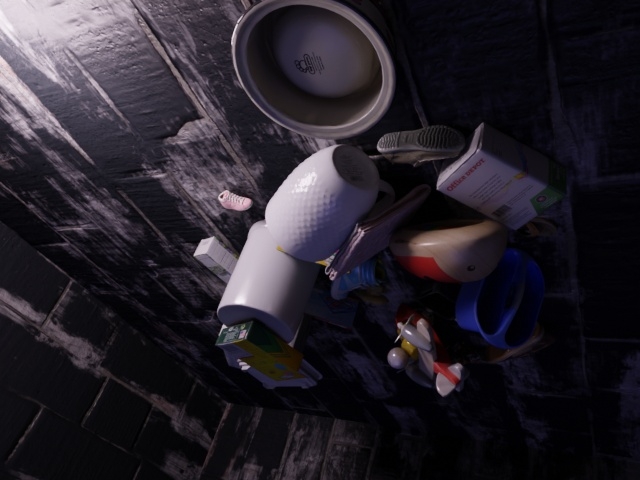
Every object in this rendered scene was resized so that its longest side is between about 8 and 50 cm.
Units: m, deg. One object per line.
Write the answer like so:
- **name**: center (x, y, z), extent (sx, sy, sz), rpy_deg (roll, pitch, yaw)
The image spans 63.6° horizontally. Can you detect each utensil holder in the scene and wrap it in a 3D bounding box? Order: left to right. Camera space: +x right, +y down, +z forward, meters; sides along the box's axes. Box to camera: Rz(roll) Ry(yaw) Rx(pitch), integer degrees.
- **utensil holder**: center (-0.185, 0.165, 1.999), extent (0.328, 0.385, 0.327), rpy_deg (13, 145, 9)

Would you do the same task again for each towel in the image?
- **towel**: center (0.181, -0.023, 1.661), extent (0.053, 0.317, 0.331), rpy_deg (52, 149, 14)

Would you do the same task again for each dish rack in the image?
- **dish rack**: center (-0.189, 0.571, 2.250), extent (0.333, 0.072, 0.285), rpy_deg (-12, 135, 33)

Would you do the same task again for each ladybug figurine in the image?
- **ladybug figurine**: center (0.381, 0.030, 1.577), extent (0.305, 0.161, 0.449), rpy_deg (-11, -174, -16)

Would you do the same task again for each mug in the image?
- **mug**: center (0.062, -0.126, 1.616), extent (0.374, 0.276, 0.328), rpy_deg (4, 148, -32)

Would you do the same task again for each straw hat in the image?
- **straw hat**: center (0.224, 0.207, 2.136), extent (0.145, 0.144, 0.061), rpy_deg (17, 108, 3)

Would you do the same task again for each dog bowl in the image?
- **dog bowl**: center (0.000, -0.449, 1.264), extent (0.409, 0.150, 0.407), rpy_deg (13, 146, 9)

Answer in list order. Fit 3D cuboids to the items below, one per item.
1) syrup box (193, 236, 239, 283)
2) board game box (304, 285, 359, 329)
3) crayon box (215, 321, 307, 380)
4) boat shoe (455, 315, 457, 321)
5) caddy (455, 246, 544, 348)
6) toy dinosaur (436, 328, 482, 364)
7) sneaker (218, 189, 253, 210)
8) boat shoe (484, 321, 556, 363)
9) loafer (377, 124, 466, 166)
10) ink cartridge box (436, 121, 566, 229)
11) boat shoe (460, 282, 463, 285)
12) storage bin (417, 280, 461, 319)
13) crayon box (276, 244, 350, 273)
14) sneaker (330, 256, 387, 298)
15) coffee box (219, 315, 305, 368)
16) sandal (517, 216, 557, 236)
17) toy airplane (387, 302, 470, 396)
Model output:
- **syrup box**: center (-0.431, 0.095, 2.277), extent (0.093, 0.096, 0.237), rpy_deg (-12, 135, 41)
- **board game box**: center (0.018, 0.285, 2.279), extent (0.282, 0.145, 0.027), rpy_deg (19, 148, 2)
- **crayon box**: center (-0.212, 0.429, 1.966), extent (0.202, 0.081, 0.318), rpy_deg (-20, 130, 44)
- **boat shoe**: center (0.650, 0.311, 2.075), extent (0.229, 0.080, 0.076), rpy_deg (18, 148, 16)
- **caddy**: center (0.606, 0.190, 1.712), extent (0.241, 0.341, 0.179), rpy_deg (28, 163, -12)
- **toy dinosaur**: center (0.560, 0.519, 2.349), extent (0.322, 0.164, 0.218), rpy_deg (-20, 150, 16)
- **sneaker**: center (-0.321, -0.150, 1.922), extent (0.135, 0.050, 0.070), rpy_deg (4, 148, 28)
- **boat shoe**: center (0.820, 0.442, 2.133), extent (0.123, 0.123, 0.342), rpy_deg (28, 139, -10)
- **loafer**: center (0.287, -0.260, 1.450), extent (0.251, 0.094, 0.087), rpy_deg (6, 150, 34)
- **ink cartridge box**: center (0.497, -0.172, 1.432), extent (0.278, 0.117, 0.201), rpy_deg (26, 146, -10)
- **boat shoe**: center (0.623, 0.175, 1.878), extent (0.307, 0.110, 0.104), rpy_deg (35, 153, -8)
- **storage bin**: center (0.486, 0.224, 2.020), extent (0.180, 0.084, 0.122), rpy_deg (31, 144, -18)
- **crayon box**: center (0.000, 0.000, 1.859), extent (0.279, 0.165, 0.081), rpy_deg (19, 178, 1)
- **sneaker**: center (0.155, 0.161, 2.059), extent (0.208, 0.127, 0.319), rpy_deg (15, 146, 9)
- **coffee box**: center (-0.243, 0.411, 2.409), extent (0.335, 0.337, 0.338), rpy_deg (13, 146, 9)
- **sandal**: center (0.639, -0.041, 1.604), extent (0.180, 0.049, 0.072), rpy_deg (16, 146, 6)
- **toy airplane**: center (0.409, 0.463, 2.075), extent (0.273, 0.385, 0.384), rpy_deg (-20, -176, -5)
